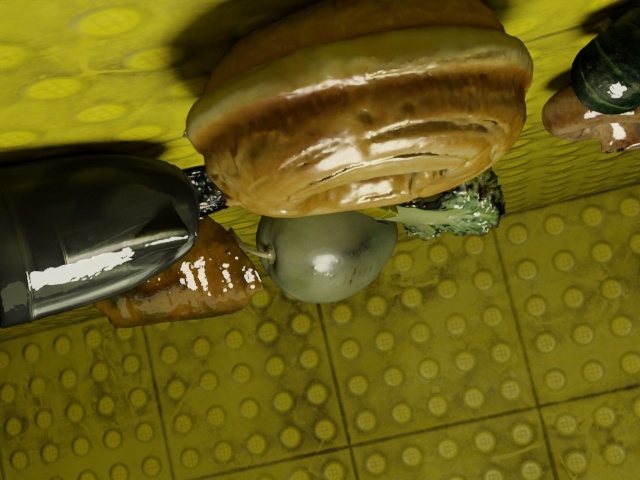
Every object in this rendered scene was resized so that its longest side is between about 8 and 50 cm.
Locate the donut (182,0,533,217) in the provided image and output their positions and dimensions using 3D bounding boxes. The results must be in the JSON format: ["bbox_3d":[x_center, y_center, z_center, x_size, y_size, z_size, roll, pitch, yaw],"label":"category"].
[{"bbox_3d":[0.046,-0.149,1.127,0.449,0.198,0.449,-10,172,-1],"label":"donut"}]

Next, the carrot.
[{"bbox_3d":[-0.290,0.039,1.786,0.341,0.241,0.241,-9,172,-6],"label":"carrot"}]

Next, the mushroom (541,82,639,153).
[{"bbox_3d":[0.503,-0.219,1.566,0.278,0.146,0.278,-5,180,0],"label":"mushroom"}]

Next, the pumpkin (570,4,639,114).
[{"bbox_3d":[0.415,-0.245,1.271,0.125,0.167,0.167,31,173,3],"label":"pumpkin"}]

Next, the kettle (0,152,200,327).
[{"bbox_3d":[-0.347,-0.030,1.400,0.324,0.228,0.321,-14,-160,-23],"label":"kettle"}]

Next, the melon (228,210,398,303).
[{"bbox_3d":[0.012,-0.006,1.898,0.308,0.271,0.272,-42,-172,-29],"label":"melon"}]

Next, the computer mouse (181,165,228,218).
[{"bbox_3d":[-0.232,-0.075,1.648,0.242,0.077,0.146,-12,170,-5],"label":"computer mouse"}]

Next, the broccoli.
[{"bbox_3d":[0.223,-0.117,1.831,0.273,0.180,0.242,7,155,-8],"label":"broccoli"}]

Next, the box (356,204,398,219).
[{"bbox_3d":[0.063,-0.120,1.510,0.041,0.153,0.279,-15,172,17],"label":"box"}]
